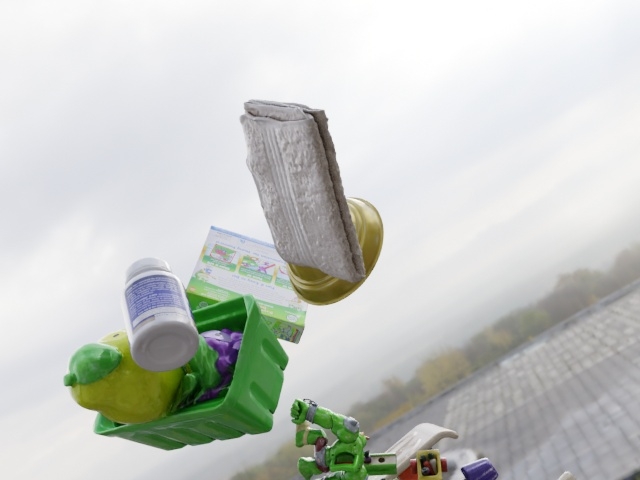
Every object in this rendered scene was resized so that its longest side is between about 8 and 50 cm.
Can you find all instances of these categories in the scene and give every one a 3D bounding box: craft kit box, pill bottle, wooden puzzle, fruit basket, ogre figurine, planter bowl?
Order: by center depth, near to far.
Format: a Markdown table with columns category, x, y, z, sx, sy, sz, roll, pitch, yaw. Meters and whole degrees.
| category | x | y | z | sx | sy | sz | roll | pitch | yaw |
| --- | --- | --- | --- | --- | --- | --- | --- | --- | --- |
| pill bottle | -0.271 | 0.116 | 1.480 | 0.112 | 0.186 | 0.112 | -11 | -49 | -13 |
| ogre figurine | 0.019 | 0.362 | 1.523 | 0.118 | 0.197 | 0.097 | 1 | 7 | 23 |
| planter bowl | 0.000 | 0.000 | 1.596 | 0.217 | 0.217 | 0.090 | -33 | -43 | 22 |
| fruit basket | -0.294 | 0.235 | 1.646 | 0.392 | 0.392 | 0.282 | -37 | 30 | 45 |
| craft kit box | -0.141 | 0.088 | 1.871 | 0.246 | 0.250 | 0.061 | -78 | 7 | -58 |
| wooden puzzle | 0.147 | 0.530 | 1.982 | 0.348 | 0.080 | 0.322 | -34 | -6 | -6 |

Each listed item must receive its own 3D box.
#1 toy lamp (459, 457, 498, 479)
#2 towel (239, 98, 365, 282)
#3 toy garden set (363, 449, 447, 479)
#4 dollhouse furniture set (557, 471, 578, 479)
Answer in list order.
| category | x | y | z | sx | sy | sz | roll | pitch | yaw |
| --- | --- | --- | --- | --- | --- | --- | --- | --- | --- |
| toy lamp | 0.273 | 0.581 | 1.994 | 0.275 | 0.080 | 0.080 | -35 | -6 | -1 |
| towel | -0.030 | -0.073 | 1.330 | 0.049 | 0.282 | 0.187 | -30 | 27 | -29 |
| toy garden set | 0.129 | 0.467 | 1.601 | 0.204 | 0.049 | 0.244 | -5 | 34 | 7 |
| dollhouse furniture set | 0.244 | 0.394 | 1.009 | 0.259 | 0.135 | 0.262 | -33 | -8 | -41 |
